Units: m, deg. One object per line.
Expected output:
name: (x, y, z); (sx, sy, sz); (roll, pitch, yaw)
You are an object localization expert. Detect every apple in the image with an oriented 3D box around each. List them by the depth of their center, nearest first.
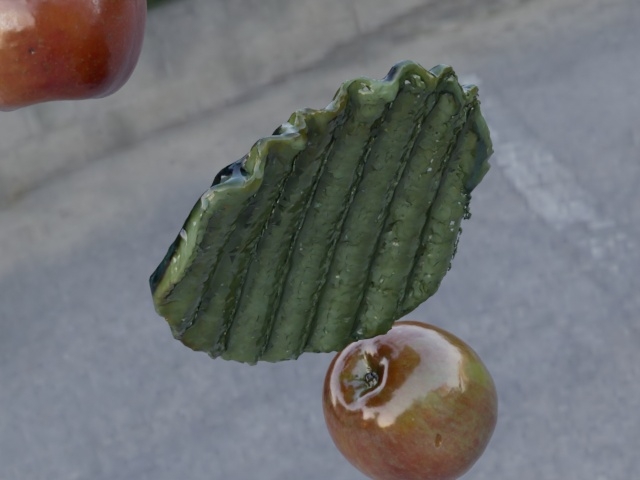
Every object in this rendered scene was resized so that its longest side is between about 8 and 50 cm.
apple: (-0.287, -0.240, 1.651); (0.218, 0.201, 0.218); (-9, 7, 1)
apple: (0.097, 0.181, 1.776); (0.188, 0.174, 0.188); (-21, 52, 30)

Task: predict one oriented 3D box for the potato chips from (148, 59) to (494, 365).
potato chips: (0.000, 0.000, 1.529); (0.358, 0.429, 0.070); (-17, 58, -26)
